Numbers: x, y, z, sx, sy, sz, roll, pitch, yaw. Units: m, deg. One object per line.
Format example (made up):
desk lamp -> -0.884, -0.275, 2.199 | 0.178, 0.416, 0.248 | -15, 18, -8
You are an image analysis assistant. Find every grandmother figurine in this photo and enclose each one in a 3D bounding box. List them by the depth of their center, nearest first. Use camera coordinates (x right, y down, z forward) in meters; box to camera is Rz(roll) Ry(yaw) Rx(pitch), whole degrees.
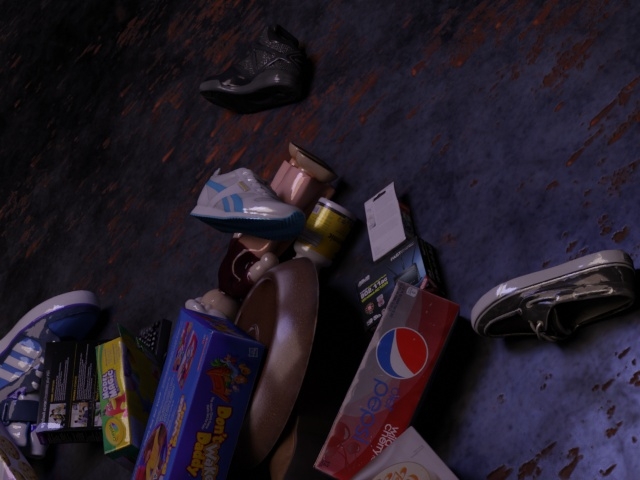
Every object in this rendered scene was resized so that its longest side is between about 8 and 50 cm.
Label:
grandmother figurine -> -0.099, 0.019, 2.001 | 0.342, 0.104, 0.208 | -57, 10, 8

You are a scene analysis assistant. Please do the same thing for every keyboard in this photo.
keyboard -> -0.283, 0.216, 2.132 | 0.108, 0.023, 0.180 | -21, 51, 40

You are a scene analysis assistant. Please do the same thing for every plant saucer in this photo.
plant saucer -> -0.085, 0.166, 1.818 | 0.310, 0.050, 0.310 | -163, 90, -73

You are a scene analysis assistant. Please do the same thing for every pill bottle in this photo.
pill bottle -> 0.000, 0.000, 1.917 | 0.065, 0.065, 0.116 | 27, 87, 54

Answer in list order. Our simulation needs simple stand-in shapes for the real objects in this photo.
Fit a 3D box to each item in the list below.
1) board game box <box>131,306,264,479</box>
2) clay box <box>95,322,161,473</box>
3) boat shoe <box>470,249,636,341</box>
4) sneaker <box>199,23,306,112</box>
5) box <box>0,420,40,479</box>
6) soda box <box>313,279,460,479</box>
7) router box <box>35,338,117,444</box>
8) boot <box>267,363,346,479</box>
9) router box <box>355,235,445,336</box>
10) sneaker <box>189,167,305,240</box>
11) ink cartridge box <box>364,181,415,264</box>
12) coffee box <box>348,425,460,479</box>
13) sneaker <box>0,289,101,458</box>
board game box -> -0.188, 0.283, 1.803 | 0.233, 0.078, 0.347 | -160, 87, -73
clay box -> -0.292, 0.250, 2.005 | 0.053, 0.127, 0.222 | -23, 52, 13
boat shoe -> 0.272, 0.080, 1.532 | 0.219, 0.078, 0.070 | -27, 46, 34
sneaker -> -0.110, -0.298, 2.244 | 0.227, 0.087, 0.130 | -7, 58, 43
box -> -0.504, 0.407, 2.124 | 0.063, 0.067, 0.324 | -51, 58, 12
soda box -> 0.088, 0.190, 1.637 | 0.092, 0.083, 0.263 | 23, 81, 10
router box -> -0.400, 0.251, 2.162 | 0.133, 0.046, 0.179 | -2, 53, 0
boot -> -0.021, 0.322, 1.706 | 0.115, 0.112, 0.305 | -51, 28, 44
router box -> 0.108, 0.065, 1.767 | 0.122, 0.038, 0.092 | -38, 40, 26
sneaker -> -0.104, -0.058, 1.906 | 0.229, 0.087, 0.092 | 11, 74, 47
ink cartridge box -> 0.100, -0.023, 1.848 | 0.063, 0.029, 0.115 | -36, 41, 28
coffee box -> 0.067, 0.357, 1.505 | 0.246, 0.098, 0.141 | -40, 36, -2
sneaker -> -0.487, 0.265, 2.277 | 0.323, 0.130, 0.236 | -35, 59, 9
